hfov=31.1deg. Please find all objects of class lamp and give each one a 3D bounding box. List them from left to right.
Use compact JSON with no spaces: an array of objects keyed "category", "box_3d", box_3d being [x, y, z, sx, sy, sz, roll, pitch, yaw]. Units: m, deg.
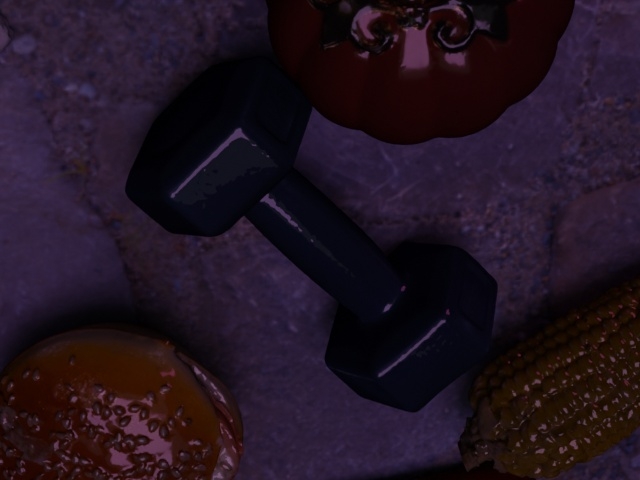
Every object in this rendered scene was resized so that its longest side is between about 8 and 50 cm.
[{"category":"lamp","box_3d":[0.068,-0.182,0.825,0.227,0.227,0.227,-5,117,-9]}]

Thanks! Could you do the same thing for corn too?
[{"category":"corn","box_3d":[0.276,0.111,1.066,0.347,0.130,0.130,-31,118,1]}]

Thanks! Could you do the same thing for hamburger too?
[{"category":"hamburger","box_3d":[-0.180,0.172,0.995,0.237,0.147,0.237,-3,114,-8]}]

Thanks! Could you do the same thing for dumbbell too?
[{"category":"dumbbell","box_3d":[0.000,0.000,0.945,0.160,0.144,0.325,-42,116,9]}]

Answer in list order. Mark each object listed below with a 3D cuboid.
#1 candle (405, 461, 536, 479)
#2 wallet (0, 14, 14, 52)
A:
[{"category":"candle","box_3d":[0.075,0.269,1.145,0.302,0.059,0.084,-4,105,-11]},{"category":"wallet","box_3d":[-0.329,-0.125,0.879,0.190,0.033,0.095,-40,115,10]}]
